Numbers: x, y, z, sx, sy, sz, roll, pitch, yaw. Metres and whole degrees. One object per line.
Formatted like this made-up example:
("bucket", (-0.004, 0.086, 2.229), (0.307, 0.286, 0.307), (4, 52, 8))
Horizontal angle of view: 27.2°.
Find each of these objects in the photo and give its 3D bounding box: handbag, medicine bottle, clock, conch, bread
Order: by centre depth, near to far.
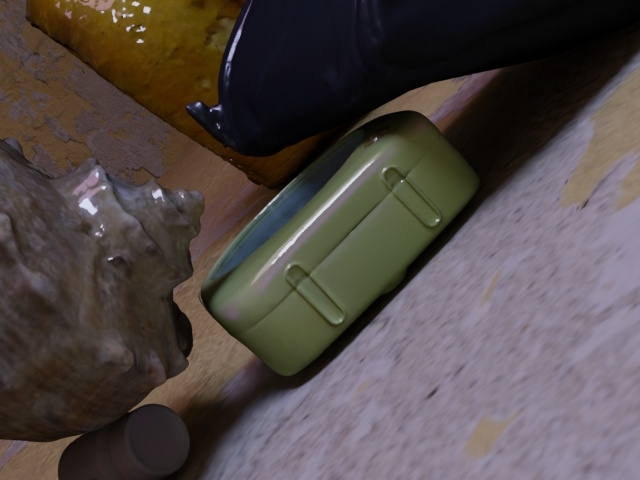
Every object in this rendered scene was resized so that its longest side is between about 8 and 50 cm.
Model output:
("medicine bottle", (-0.120, 0.133, 0.810), (0.089, 0.052, 0.052), (-34, 14, 46))
("conch", (-0.223, 0.033, 0.818), (0.352, 0.210, 0.297), (-9, -15, 16))
("clock", (0.000, 0.000, 0.842), (0.170, 0.069, 0.232), (-46, 9, -7))
("handbag", (0.058, -0.181, 0.852), (0.275, 0.178, 0.302), (-20, 3, -21))
("bread", (-0.137, -0.234, 1.440), (0.215, 0.398, 0.398), (-55, 9, 2))
